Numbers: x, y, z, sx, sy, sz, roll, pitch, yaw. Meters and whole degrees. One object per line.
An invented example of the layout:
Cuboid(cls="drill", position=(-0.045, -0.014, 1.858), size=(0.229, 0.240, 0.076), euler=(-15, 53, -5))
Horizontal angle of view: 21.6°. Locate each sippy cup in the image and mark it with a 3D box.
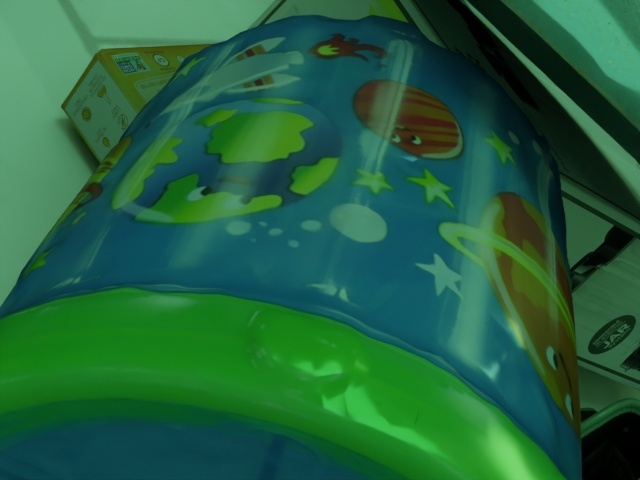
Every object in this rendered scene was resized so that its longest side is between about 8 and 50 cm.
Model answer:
Cuboid(cls="sippy cup", position=(-0.009, 0.047, 0.576), size=(0.305, 0.240, 0.224), euler=(20, 43, -4))

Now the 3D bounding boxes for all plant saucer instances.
Cuboid(cls="plant saucer", position=(0.113, -0.083, 0.700), size=(0.317, 0.044, 0.317), euler=(43, 7, -7))

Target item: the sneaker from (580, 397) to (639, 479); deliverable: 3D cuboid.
Cuboid(cls="sneaker", position=(0.129, 0.132, 0.733), size=(0.256, 0.151, 0.094), euler=(-3, 51, -46))

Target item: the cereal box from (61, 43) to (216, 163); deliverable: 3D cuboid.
Cuboid(cls="cereal box", position=(0.000, 0.000, 0.847), size=(0.173, 0.047, 0.240), euler=(-12, 59, -52))

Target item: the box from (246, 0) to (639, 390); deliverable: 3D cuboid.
Cuboid(cls="box", position=(0.104, -0.030, 0.869), size=(0.290, 0.087, 0.169), euler=(23, 30, -49))
